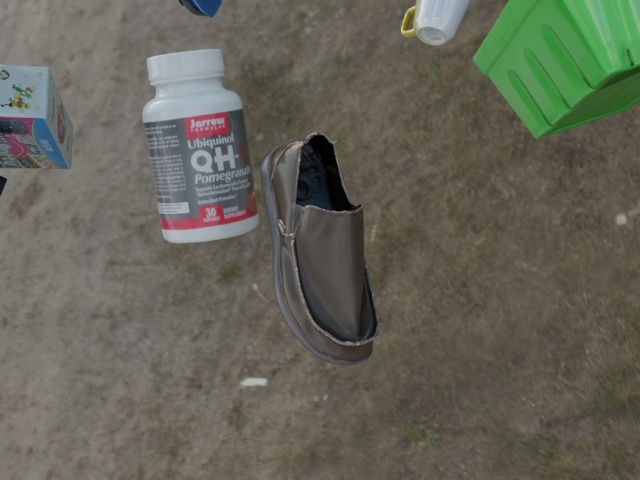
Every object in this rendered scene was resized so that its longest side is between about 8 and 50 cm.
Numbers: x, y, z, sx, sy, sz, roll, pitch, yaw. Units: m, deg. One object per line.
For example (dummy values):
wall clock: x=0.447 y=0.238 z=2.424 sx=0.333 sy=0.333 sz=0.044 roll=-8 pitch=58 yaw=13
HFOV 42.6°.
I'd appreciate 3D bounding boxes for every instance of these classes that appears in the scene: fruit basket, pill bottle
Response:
fruit basket: x=0.372 y=-0.375 z=1.160 sx=0.283 sy=0.392 sz=0.392 roll=-19 pitch=59 yaw=-6
pill bottle: x=-0.214 y=-0.166 z=1.439 sx=0.176 sy=0.176 sz=0.319 roll=-2 pitch=102 yaw=25

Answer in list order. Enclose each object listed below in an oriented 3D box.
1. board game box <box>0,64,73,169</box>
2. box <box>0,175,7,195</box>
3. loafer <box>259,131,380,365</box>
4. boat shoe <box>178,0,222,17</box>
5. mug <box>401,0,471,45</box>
board game box: x=-0.592 y=-0.205 z=1.385 sx=0.303 sy=0.224 sz=0.098 roll=0 pitch=73 yaw=-6
box: x=-0.624 y=-0.027 z=1.409 sx=0.156 sy=0.093 sz=0.158 roll=-48 pitch=29 yaw=35
loafer: x=0.000 y=0.000 z=1.189 sx=0.130 sy=0.133 sz=0.366 roll=-45 pitch=58 yaw=53
boat shoe: x=-0.257 y=-0.468 z=1.368 sx=0.089 sy=0.258 sz=0.109 roll=18 pitch=62 yaw=29
mug: x=0.131 y=-0.252 z=0.925 sx=0.062 sy=0.078 sz=0.064 roll=19 pitch=70 yaw=-5
